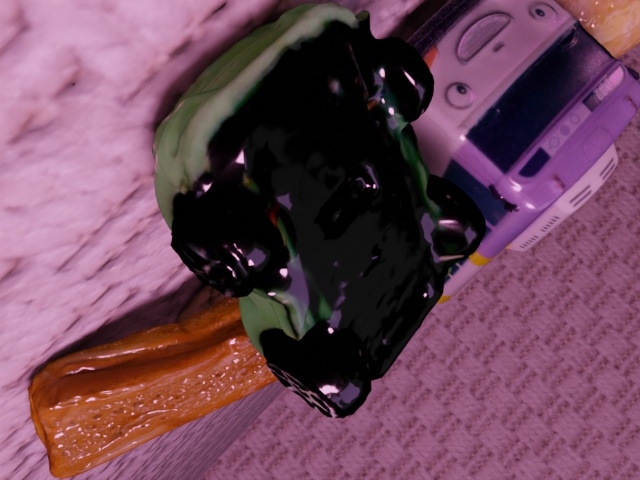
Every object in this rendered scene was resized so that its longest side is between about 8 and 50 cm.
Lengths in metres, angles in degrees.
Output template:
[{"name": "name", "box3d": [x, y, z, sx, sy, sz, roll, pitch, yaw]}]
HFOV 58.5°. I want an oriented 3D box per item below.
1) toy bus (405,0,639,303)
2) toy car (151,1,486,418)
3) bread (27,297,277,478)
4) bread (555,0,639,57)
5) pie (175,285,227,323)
[{"name": "toy bus", "box3d": [0.185, -0.089, 0.728, 0.209, 0.249, 0.440, -43, 167, -15]}, {"name": "toy car", "box3d": [0.000, 0.000, 0.480, 0.213, 0.176, 0.359, -50, 133, -20]}, {"name": "bread", "box3d": [-0.151, 0.141, 0.594, 0.270, 0.077, 0.139, -20, 136, -34]}, {"name": "bread", "box3d": [0.327, -0.311, 0.696, 0.170, 0.197, 0.197, -35, 169, 7]}, {"name": "pie", "box3d": [-0.085, 0.104, 0.820, 0.339, 0.083, 0.339, -42, 163, -16]}]
